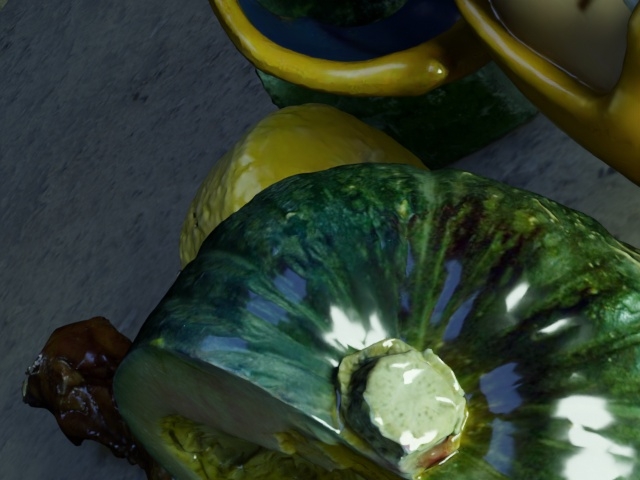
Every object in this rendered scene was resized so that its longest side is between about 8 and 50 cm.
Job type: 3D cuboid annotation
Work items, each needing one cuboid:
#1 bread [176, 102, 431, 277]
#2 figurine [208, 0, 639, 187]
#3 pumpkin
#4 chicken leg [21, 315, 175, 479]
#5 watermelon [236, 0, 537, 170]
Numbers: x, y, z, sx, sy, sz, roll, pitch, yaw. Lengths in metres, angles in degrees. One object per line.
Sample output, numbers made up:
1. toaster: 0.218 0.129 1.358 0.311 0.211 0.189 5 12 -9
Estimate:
1. bread: -0.002 -0.001 0.852 0.170 0.197 0.197 -31 30 51
2. figurine: 0.184 -0.157 0.612 0.387 0.401 0.268 60 136 42
3. pumpkin: 0.066 0.067 0.559 0.197 0.293 0.263 -58 -11 -24
4. chicken leg: -0.170 0.157 0.986 0.304 0.093 0.113 29 96 53
5. watermelon: 0.086 -0.218 0.908 0.302 0.264 0.151 -54 29 -18
